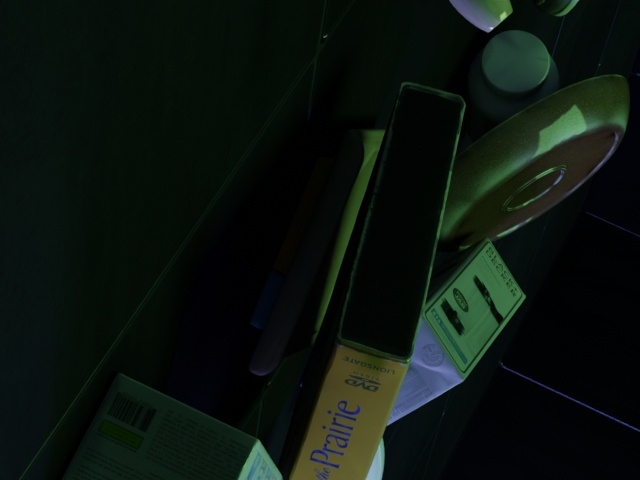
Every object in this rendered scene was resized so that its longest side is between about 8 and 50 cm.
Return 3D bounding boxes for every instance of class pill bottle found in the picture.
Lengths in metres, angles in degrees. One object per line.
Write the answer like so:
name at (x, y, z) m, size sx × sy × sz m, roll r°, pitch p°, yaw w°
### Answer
pill bottle at (0.215, -0.166, 2.200) m, size 0.103 × 0.103 × 0.184 m, roll -62°, pitch 170°, yaw -15°

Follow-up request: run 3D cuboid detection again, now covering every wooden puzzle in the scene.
wooden puzzle at (0.000, 0.000, 1.722) m, size 0.239 × 0.044 × 0.221 m, roll -31°, pitch 144°, yaw -79°

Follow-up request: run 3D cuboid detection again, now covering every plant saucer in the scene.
plant saucer at (0.232, -0.075, 2.223) m, size 0.310 × 0.050 × 0.310 m, roll -30°, pitch 165°, yaw -9°

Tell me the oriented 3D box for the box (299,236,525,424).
box at (0.108, 0.107, 2.143) m, size 0.169 × 0.087 × 0.290 m, roll -33°, pitch -177°, yaw 23°

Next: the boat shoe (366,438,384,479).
boat shoe at (-0.004, 0.317, 2.244) m, size 0.096 × 0.098 × 0.277 m, roll -50°, pitch 163°, yaw -57°

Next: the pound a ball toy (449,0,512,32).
pound a ball toy at (0.217, -0.364, 1.785) m, size 0.208 × 0.136 × 0.319 m, roll -38°, pitch -166°, yaw 49°

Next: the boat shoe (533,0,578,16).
boat shoe at (0.264, -0.385, 2.036) m, size 0.112 × 0.095 × 0.335 m, roll -107°, pitch -150°, yaw -46°

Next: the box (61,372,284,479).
box at (-0.104, 0.181, 1.412) m, size 0.103 × 0.114 × 0.203 m, roll -63°, pitch 171°, yaw -11°

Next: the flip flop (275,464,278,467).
flip flop at (-0.051, 0.254, 1.902) m, size 0.277 × 0.112 × 0.080 m, roll -39°, pitch 126°, yaw -62°

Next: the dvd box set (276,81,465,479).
dvd box set at (0.020, 0.119, 1.624) m, size 0.307 × 0.062 × 0.420 m, roll -74°, pitch -179°, yaw -45°
